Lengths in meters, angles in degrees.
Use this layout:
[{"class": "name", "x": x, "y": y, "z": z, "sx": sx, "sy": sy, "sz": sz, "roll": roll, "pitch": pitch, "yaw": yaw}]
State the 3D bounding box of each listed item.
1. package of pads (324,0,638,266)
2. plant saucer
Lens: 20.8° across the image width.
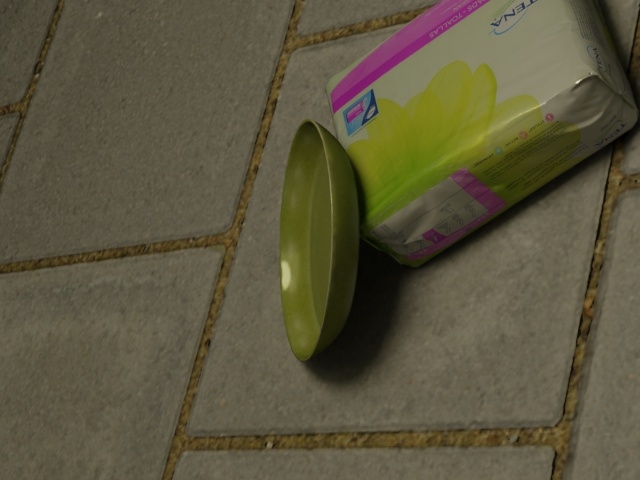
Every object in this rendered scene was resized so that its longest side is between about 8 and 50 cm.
[{"class": "package of pads", "x": 0.150, "y": -0.133, "z": 1.701, "sx": 0.296, "sy": 0.101, "sz": 0.229, "roll": -35, "pitch": 43, "yaw": 25}, {"class": "plant saucer", "x": 0.000, "y": 0.000, "z": 1.726, "sx": 0.241, "sy": 0.037, "sz": 0.241, "roll": -179, "pitch": 90, "yaw": -76}]
